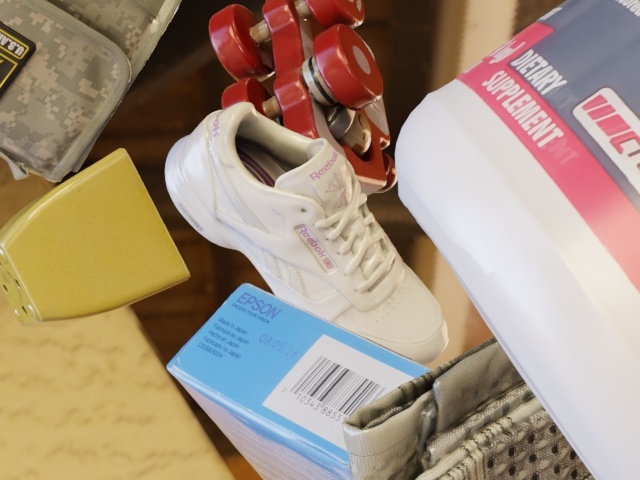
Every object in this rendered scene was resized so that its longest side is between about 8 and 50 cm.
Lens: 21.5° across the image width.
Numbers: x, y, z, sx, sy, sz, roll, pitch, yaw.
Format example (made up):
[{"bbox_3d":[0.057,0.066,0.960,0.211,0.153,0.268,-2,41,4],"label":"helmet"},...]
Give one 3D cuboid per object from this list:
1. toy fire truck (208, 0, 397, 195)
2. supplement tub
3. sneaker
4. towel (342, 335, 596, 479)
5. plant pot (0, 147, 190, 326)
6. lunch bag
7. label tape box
[{"bbox_3d":[0.012,-0.179,2.026,0.169,0.302,0.254,-29,-41,22],"label":"toy fire truck"},{"bbox_3d":[0.177,-0.029,0.486,0.272,0.191,0.191,-35,-31,2],"label":"supplement tub"},{"bbox_3d":[0.000,0.000,1.490,0.114,0.305,0.152,-55,8,-36],"label":"sneaker"},{"bbox_3d":[0.171,0.191,1.108,0.312,0.056,0.324,-26,-65,-27],"label":"towel"},{"bbox_3d":[-0.136,0.008,0.933,0.083,0.081,0.081,-29,5,-24],"label":"plant pot"},{"bbox_3d":[-0.251,-0.217,1.405,0.235,0.169,0.287,31,-102,-21],"label":"lunch bag"},{"bbox_3d":[0.052,0.205,1.396,0.106,0.241,0.333,-48,-50,-17],"label":"label tape box"}]
